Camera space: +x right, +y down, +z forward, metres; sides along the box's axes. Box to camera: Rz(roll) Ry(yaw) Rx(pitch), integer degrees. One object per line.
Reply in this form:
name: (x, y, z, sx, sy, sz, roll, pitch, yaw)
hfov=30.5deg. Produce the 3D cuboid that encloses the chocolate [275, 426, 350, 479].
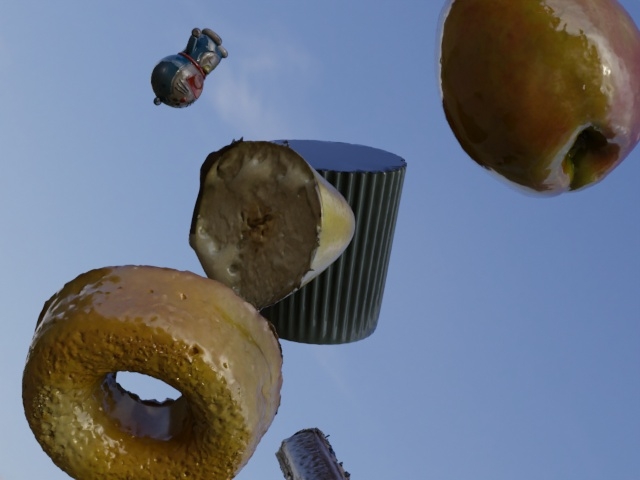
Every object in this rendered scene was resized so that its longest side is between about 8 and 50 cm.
chocolate: (-0.014, 0.361, 1.803, 0.065, 0.102, 0.329, 53, -2, -13)

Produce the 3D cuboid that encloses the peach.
peach: (0.290, -0.228, 1.591, 0.332, 0.308, 0.308, 59, -25, 26)

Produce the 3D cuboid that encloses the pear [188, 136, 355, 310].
pear: (-0.049, -0.016, 1.701, 0.267, 0.178, 0.267, -7, -101, 39)

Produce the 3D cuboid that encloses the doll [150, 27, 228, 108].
doll: (-0.216, -0.272, 1.894, 0.085, 0.152, 0.114, 32, -20, 31)

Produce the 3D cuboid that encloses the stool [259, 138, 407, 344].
stool: (0.000, 0.000, 2.178, 0.297, 0.297, 0.330, 20, -68, 46)

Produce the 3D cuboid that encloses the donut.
donut: (-0.180, 0.160, 1.216, 0.278, 0.108, 0.277, 3, -62, 5)
